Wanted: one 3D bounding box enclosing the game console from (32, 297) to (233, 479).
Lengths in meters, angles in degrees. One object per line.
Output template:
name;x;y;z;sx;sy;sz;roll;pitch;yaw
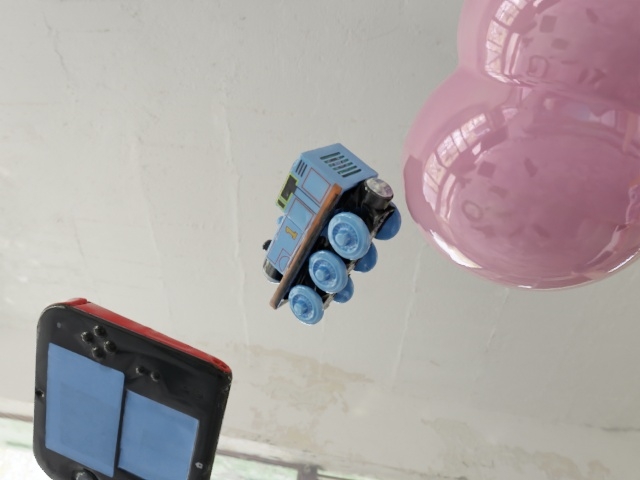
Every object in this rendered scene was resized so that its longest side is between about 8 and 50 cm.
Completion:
game console;-0.333;0.307;0.760;0.342;0.060;0.386;20;-69;14

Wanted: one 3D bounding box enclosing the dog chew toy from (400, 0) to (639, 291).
dog chew toy;0.184;-0.130;0.331;0.207;0.206;0.331;12;-65;0

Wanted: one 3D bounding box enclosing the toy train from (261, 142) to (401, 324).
toy train;0.000;0.000;0.438;0.105;0.080;0.184;44;-50;17
